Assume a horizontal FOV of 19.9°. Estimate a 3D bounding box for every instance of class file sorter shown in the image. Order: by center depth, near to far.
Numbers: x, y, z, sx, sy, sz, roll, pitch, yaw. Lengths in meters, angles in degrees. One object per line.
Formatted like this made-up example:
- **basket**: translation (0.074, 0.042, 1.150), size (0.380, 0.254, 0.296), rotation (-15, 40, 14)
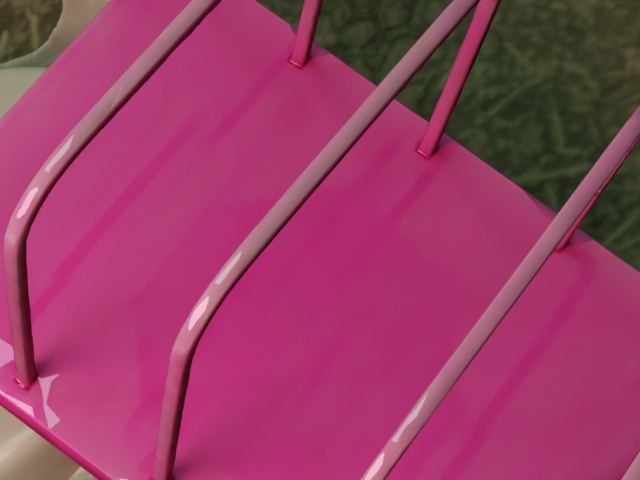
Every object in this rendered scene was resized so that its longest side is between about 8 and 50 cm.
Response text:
- **file sorter**: translation (0.000, 0.000, 0.663), size (0.290, 0.182, 0.202), rotation (36, 68, 8)

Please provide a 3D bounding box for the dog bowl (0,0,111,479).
- **dog bowl**: translation (-0.167, 0.036, 0.874), size (0.348, 0.102, 0.349), rotation (-14, 51, 18)
